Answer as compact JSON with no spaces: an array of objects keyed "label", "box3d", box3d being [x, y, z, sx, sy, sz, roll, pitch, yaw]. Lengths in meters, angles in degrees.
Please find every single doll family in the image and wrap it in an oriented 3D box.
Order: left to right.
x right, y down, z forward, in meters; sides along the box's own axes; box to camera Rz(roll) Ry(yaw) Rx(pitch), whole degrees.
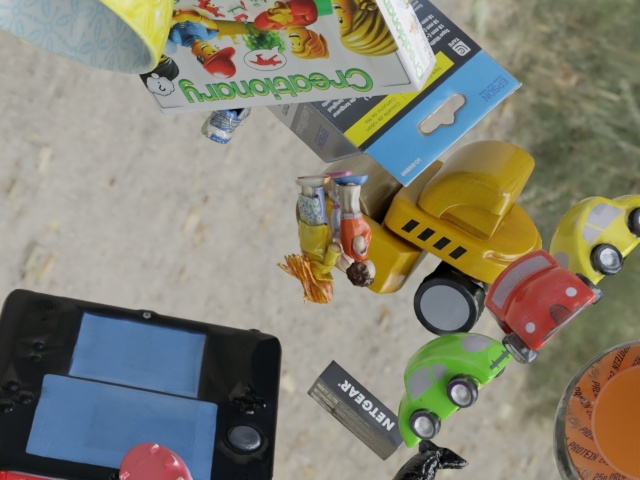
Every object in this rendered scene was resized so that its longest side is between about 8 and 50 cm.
[{"label":"doll family","box3d":[0.000,0.000,1.875,0.263,0.118,0.163,-126,-150,-84]}]

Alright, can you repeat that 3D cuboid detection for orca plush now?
[{"label":"orca plush","box3d":[0.134,0.416,2.119,0.287,0.102,0.151,-46,114,-30]}]

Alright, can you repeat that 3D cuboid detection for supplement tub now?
[{"label":"supplement tub","box3d":[0.334,0.206,1.449,0.193,0.194,0.316,-63,158,-6]}]

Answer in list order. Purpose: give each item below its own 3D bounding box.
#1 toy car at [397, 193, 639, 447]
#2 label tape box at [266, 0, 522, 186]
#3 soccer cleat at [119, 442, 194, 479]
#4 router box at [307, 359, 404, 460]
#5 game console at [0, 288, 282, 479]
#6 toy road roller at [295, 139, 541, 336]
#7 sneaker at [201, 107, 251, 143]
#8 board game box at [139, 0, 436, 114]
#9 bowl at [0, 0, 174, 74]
[{"label":"toy car","box3d":[0.119,0.058,0.990,0.225,0.053,0.239,-46,173,31]},{"label":"label tape box","box3d":[0.055,-0.226,1.936,0.241,0.334,0.106,-41,169,-25]},{"label":"soccer cleat","box3d":[-0.144,0.320,1.680,0.083,0.248,0.095,-44,138,-14]},{"label":"router box","box3d":[0.065,0.286,2.472,0.046,0.179,0.133,-47,175,-18]},{"label":"game console","box3d":[-0.247,0.206,1.927,0.342,0.387,0.060,-86,-170,-49]},{"label":"toy road roller","box3d":[0.155,-0.050,2.069,0.202,0.330,0.240,-47,165,-56]},{"label":"sneaker","box3d":[-0.111,-0.178,1.926,0.058,0.052,0.135,-58,-171,33]},{"label":"board game box","box3d":[-0.065,-0.215,1.388,0.193,0.305,0.053,60,43,-35]},{"label":"bowl","box3d":[-0.238,-0.280,1.266,0.156,0.289,0.289,-65,157,-10]}]
